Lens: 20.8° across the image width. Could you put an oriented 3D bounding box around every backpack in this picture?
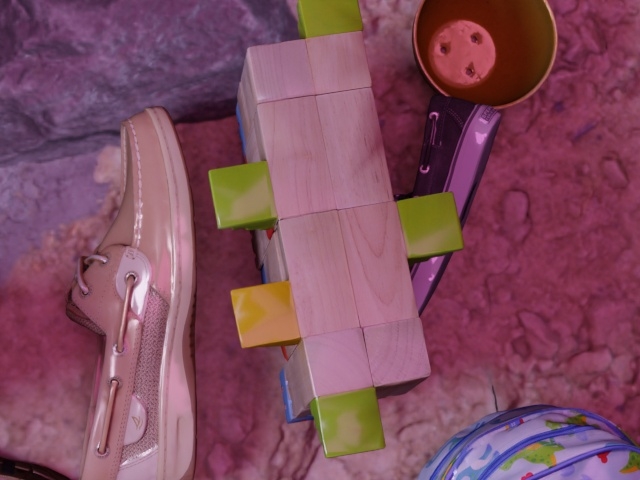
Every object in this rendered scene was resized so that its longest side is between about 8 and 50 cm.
[{"bbox_3d":[0.223,0.316,1.529,0.290,0.273,0.355,-19,77,-4],"label":"backpack"}]

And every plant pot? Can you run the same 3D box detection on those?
[{"bbox_3d":[0.142,-0.181,1.609,0.134,0.095,0.134,1,86,-9],"label":"plant pot"}]

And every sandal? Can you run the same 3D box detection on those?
[{"bbox_3d":[-0.268,0.224,1.529,0.180,0.072,0.049,20,98,-6],"label":"sandal"}]

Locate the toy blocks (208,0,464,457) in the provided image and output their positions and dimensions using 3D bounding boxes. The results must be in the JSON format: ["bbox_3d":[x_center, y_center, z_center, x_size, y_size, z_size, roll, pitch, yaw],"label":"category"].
[{"bbox_3d":[0.000,0.000,1.503,0.190,0.261,0.381,-10,80,-8],"label":"toy blocks"}]

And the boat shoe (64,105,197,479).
[{"bbox_3d":[-0.168,0.051,1.528,0.110,0.121,0.341,-1,87,-10],"label":"boat shoe"}]

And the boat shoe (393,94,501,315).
[{"bbox_3d":[0.091,-0.027,1.573,0.076,0.080,0.228,23,116,10],"label":"boat shoe"}]
